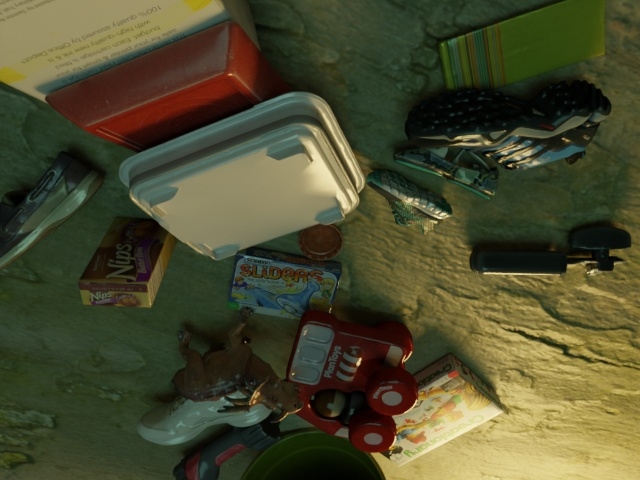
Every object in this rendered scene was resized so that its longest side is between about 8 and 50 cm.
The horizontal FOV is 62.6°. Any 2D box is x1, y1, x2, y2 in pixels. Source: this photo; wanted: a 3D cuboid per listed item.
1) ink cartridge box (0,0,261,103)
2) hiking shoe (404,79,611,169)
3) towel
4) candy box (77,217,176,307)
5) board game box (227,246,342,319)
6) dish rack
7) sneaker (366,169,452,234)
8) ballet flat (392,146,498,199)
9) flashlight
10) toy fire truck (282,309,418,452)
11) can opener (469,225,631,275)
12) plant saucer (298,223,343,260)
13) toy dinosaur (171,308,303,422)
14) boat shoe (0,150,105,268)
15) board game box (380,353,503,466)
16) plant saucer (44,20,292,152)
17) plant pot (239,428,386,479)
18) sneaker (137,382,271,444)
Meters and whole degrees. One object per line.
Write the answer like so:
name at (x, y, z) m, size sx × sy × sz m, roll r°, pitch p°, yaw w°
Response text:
ink cartridge box at (-0.264, -0.290, 0.560) m, size 0.278 × 0.384 × 0.161 m, roll -16°, pitch 81°, yaw 11°
hiking shoe at (0.279, -0.154, 0.805) m, size 0.303 × 0.113 × 0.132 m, roll -3°, pitch 136°, yaw 0°
towel at (0.298, -0.287, 0.782) m, size 0.237 × 0.021 × 0.102 m, roll -16°, pitch 128°, yaw 9°
candy box at (-0.319, 0.032, 0.890) m, size 0.109 × 0.187 × 0.053 m, roll 3°, pitch 123°, yaw -2°
board game box at (-0.071, 0.087, 1.019) m, size 0.201 × 0.035 × 0.136 m, roll 10°, pitch 123°, yaw -7°
dish rack at (-0.107, -0.070, 0.823) m, size 0.332 × 0.073 × 0.285 m, roll -18°, pitch 150°, yaw 13°
sneaker at (0.143, -0.060, 0.907) m, size 0.166 × 0.065 × 0.076 m, roll 26°, pitch 124°, yaw -15°
ballet flat at (0.211, -0.128, 0.869) m, size 0.188 × 0.070 × 0.070 m, roll 19°, pitch 122°, yaw -15°
flashlight at (-0.222, 0.513, 1.268) m, size 0.304 × 0.103 × 0.103 m, roll -36°, pitch 144°, yaw 20°
toy fire truck at (0.048, 0.284, 1.075) m, size 0.253 × 0.169 × 0.302 m, roll 15°, pitch 122°, yaw -4°
can opener at (0.418, 0.025, 0.970) m, size 0.280 × 0.074 × 0.093 m, roll -4°, pitch 89°, yaw 0°
plant saucer at (0.000, 0.000, 0.974) m, size 0.083 × 0.013 × 0.084 m, roll 0°, pitch 123°, yaw 0°
toy dinosaur at (-0.194, 0.267, 1.021) m, size 0.295 × 0.201 × 0.127 m, roll -17°, pitch 139°, yaw 14°
boat shoe at (-0.494, -0.047, 0.893) m, size 0.285 × 0.103 × 0.092 m, roll -33°, pitch 113°, yaw 16°
board game box at (0.238, 0.401, 1.219) m, size 0.305 × 0.053 × 0.193 m, roll -39°, pitch 116°, yaw 23°
plant saucer at (-0.180, -0.177, 0.726) m, size 0.258 × 0.259 × 0.048 m, roll -17°, pitch 83°, yaw 11°
plant pot at (0.009, 0.711, 1.276) m, size 0.365 × 0.367 × 0.353 m, roll -10°, pitch 135°, yaw 6°
sneaker at (-0.263, 0.348, 1.162) m, size 0.304 × 0.114 × 0.152 m, roll -15°, pitch 116°, yaw 0°
